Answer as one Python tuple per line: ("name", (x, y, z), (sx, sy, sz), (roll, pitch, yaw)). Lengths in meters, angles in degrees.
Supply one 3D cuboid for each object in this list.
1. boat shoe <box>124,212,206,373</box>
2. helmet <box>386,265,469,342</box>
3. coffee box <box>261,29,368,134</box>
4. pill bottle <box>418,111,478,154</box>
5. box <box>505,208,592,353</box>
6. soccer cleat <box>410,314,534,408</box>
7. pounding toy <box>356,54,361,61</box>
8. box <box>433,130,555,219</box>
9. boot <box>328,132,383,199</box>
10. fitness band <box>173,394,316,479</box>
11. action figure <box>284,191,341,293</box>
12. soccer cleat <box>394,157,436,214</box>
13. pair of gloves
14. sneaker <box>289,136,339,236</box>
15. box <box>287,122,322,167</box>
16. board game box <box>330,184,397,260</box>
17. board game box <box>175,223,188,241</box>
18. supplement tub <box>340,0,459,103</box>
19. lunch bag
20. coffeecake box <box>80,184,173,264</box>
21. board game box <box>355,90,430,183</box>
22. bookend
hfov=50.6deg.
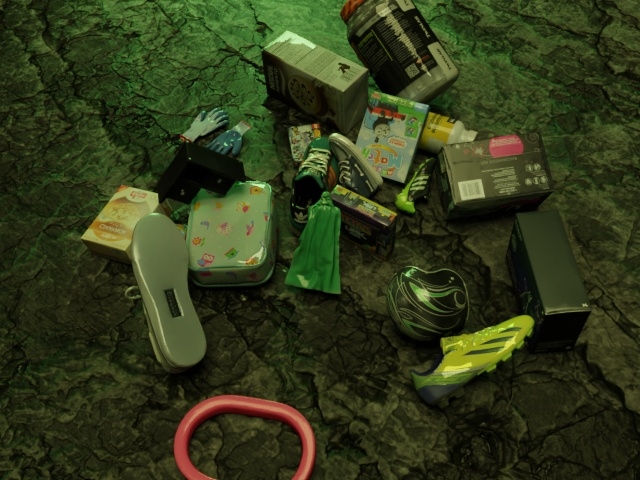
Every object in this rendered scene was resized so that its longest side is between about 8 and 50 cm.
("boat shoe", (-0.360, 0.127, 1.540), (0.136, 0.156, 0.367), (-9, 72, -36))
("helmet", (0.227, 0.140, 1.492), (0.162, 0.169, 0.169), (0, 53, -18))
("coffee box", (-0.015, -0.451, 1.925), (0.297, 0.168, 0.119), (32, 62, 24))
("pill bottle", (0.325, -0.283, 1.823), (0.184, 0.103, 0.103), (21, 58, 17))
("box", (0.495, 0.090, 1.496), (0.103, 0.184, 0.261), (-4, 54, 0))
("soccer cleat", (0.318, 0.233, 1.421), (0.289, 0.093, 0.121), (-37, 74, -1))
("pounding toy", (0.209, -0.610, 2.085), (0.154, 0.155, 0.269), (29, 67, -10))
("box", (0.425, -0.155, 1.681), (0.247, 0.142, 0.163), (-9, 76, -1))
("boot", (0.074, -0.185, 1.748), (0.190, 0.069, 0.086), (45, 66, -8))
("fitness band", (-0.154, 0.423, 1.381), (0.291, 0.054, 0.209), (8, 55, 8))
("action figure", (0.000, 0.000, 1.594), (0.137, 0.063, 0.232), (9, 95, 7))
("soccer cleat", (0.261, -0.140, 1.758), (0.072, 0.060, 0.179), (33, 68, 12))
("pair of gloves", (-0.293, -0.303, 1.927), (0.198, 0.023, 0.159), (33, 65, 25))
("sneaker", (-0.012, -0.161, 1.733), (0.108, 0.121, 0.302), (9, 61, 4))
("box", (-0.038, -0.266, 1.879), (0.094, 0.027, 0.137), (-9, 54, -4))
("board game box", (0.100, -0.042, 1.642), (0.170, 0.141, 0.048), (28, 60, 22))
("board game box", (-0.384, 0.017, 1.697), (0.133, 0.033, 0.168), (-2, 54, 2))
("supplement tub", (0.212, -0.534, 1.871), (0.207, 0.207, 0.338), (-33, 89, -18))
("lunch bag", (-0.221, -0.019, 1.666), (0.224, 0.108, 0.279), (-5, 52, 7))
("coffeecake box", (-0.487, -0.041, 1.713), (0.142, 0.068, 0.185), (13, 56, 23))
("board game box", (0.183, -0.273, 1.794), (0.160, 0.039, 0.211), (19, 96, 16))
("bookend", (-0.292, -0.143, 1.647), (0.156, 0.157, 0.072), (19, 41, -34))
